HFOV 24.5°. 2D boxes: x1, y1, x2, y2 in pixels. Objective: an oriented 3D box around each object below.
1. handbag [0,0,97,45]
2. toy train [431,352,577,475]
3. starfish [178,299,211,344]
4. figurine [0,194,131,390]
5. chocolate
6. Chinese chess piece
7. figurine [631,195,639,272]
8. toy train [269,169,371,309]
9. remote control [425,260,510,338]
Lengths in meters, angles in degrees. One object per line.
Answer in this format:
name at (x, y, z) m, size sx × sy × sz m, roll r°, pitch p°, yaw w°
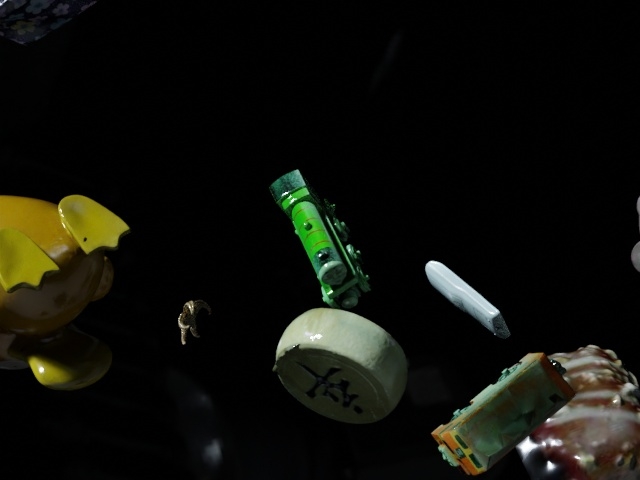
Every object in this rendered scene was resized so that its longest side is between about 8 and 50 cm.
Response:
handbag at (-0.271, -0.328, 1.455) m, size 0.229 × 0.207 × 0.127 m, roll -35°, pitch -22°, yaw 4°
toy train at (0.224, 0.206, 1.786) m, size 0.188 × 0.072 × 0.099 m, roll -38°, pitch -3°, yaw -9°
starfish at (-0.198, 0.123, 2.281) m, size 0.028 × 0.078 × 0.091 m, roll 22°, pitch -29°, yaw 16°
figurine at (-0.320, 0.056, 1.642) m, size 0.215 × 0.215 × 0.228 m, roll -9°, pitch -56°, yaw -15°
chocolate at (0.402, 0.286, 2.202) m, size 0.210 × 0.340 × 0.225 m, roll -26°, pitch -65°, yaw 5°
Chinese chess piece at (0.029, 0.178, 2.058) m, size 0.188 × 0.083 × 0.188 m, roll 17°, pitch -38°, yaw 14°
figurine at (0.535, -0.013, 2.084) m, size 0.203 × 0.248 × 0.381 m, roll -20°, pitch -10°, yaw 27°
toy train at (0.000, 0.000, 2.281) m, size 0.085 × 0.251 × 0.119 m, roll -33°, pitch -48°, yaw 7°
remote control at (0.212, 0.087, 2.139) m, size 0.029 × 0.162 × 0.061 m, roll -40°, pitch -46°, yaw -8°
